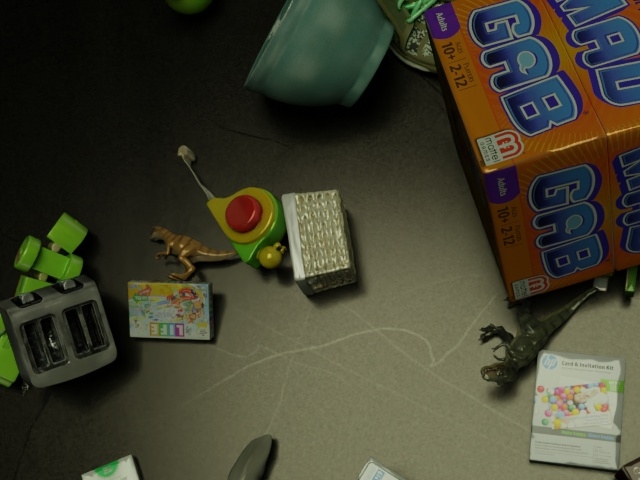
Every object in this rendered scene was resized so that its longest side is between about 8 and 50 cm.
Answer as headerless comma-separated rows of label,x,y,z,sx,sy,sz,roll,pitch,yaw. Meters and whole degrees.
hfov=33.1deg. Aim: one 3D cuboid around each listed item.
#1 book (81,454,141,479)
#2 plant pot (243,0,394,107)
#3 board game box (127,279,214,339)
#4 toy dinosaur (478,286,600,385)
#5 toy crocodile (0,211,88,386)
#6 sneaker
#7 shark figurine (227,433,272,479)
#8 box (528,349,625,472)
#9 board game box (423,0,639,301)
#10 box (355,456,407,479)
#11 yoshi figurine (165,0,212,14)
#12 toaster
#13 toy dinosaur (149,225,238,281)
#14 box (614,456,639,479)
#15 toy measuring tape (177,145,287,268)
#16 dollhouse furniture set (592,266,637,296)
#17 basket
book,-0.352,0.462,1.891,0.096,0.035,0.144,-23,68,0
plant pot,0.012,-0.361,1.967,0.196,0.293,0.293,28,79,-9
board game box,-0.272,0.126,1.960,0.154,0.026,0.103,0,99,12
toy dinosaur,0.343,0.148,1.821,0.268,0.064,0.118,-40,45,-22
toy crocodile,-0.534,0.105,2.004,0.115,0.105,0.340,24,81,-23
sneaker,0.145,-0.467,2.002,0.158,0.182,0.410,-45,70,-5
shark figurine,-0.120,0.477,1.794,0.166,0.116,0.278,-24,67,5
box,0.425,0.281,1.781,0.145,0.038,0.186,5,72,14
board game box,0.404,-0.181,1.718,0.357,0.356,0.356,-17,53,5
box,0.188,0.463,1.703,0.290,0.169,0.087,30,81,18
yoshi figurine,-0.238,-0.597,2.160,0.203,0.204,0.362,37,63,-20
toaster,-0.467,0.169,1.918,0.168,0.110,0.185,-18,99,-23
toy dinosaur,-0.235,0.024,1.988,0.212,0.064,0.112,16,75,16
box,0.673,0.353,1.654,0.381,0.143,0.191,-28,69,0
toy measuring tape,-0.148,-0.082,1.984,0.121,0.121,0.330,-34,60,0
dollhouse furniture set,0.458,0.055,1.826,0.152,0.076,0.058,9,74,13
basket,0.000,0.000,1.920,0.103,0.113,0.167,-12,71,6
